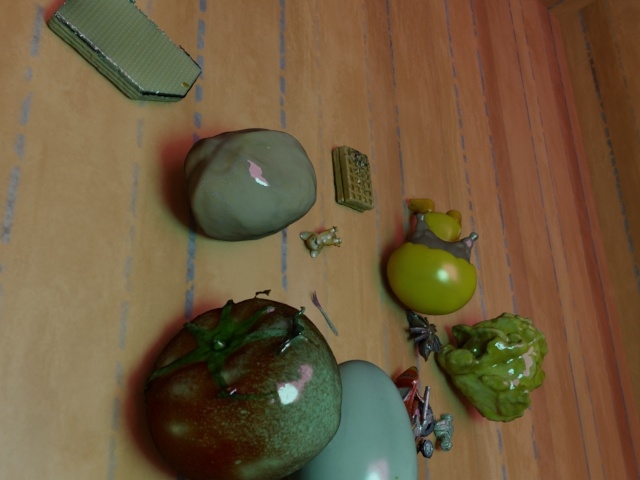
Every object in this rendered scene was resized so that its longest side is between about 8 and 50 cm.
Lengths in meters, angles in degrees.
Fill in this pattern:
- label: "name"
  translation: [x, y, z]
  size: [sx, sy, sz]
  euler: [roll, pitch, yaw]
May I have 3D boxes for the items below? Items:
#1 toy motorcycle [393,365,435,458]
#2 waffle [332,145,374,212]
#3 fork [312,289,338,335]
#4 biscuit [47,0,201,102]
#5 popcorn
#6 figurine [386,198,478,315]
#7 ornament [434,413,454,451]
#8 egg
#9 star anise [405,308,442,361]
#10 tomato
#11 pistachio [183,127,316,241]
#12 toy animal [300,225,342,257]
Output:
- label: "toy motorcycle"
  translation: [0.157, 0.400, 1.350]
  size: [0.298, 0.089, 0.171]
  euler: [-34, 99, -50]
- label: "waffle"
  translation: [0.079, -0.147, 1.530]
  size: [0.102, 0.042, 0.148]
  euler: [16, 62, -44]
- label: "fork"
  translation: [0.009, 0.155, 1.352]
  size: [0.016, 0.012, 0.115]
  euler: [-46, 114, -43]
- label: "biscuit"
  translation: [-0.339, -0.342, 1.140]
  size: [0.252, 0.052, 0.150]
  euler: [41, 51, -27]
- label: "popcorn"
  translation: [0.445, 0.301, 1.607]
  size: [0.250, 0.235, 0.242]
  euler: [-39, 106, -31]
- label: "figurine"
  translation: [0.276, 0.032, 1.579]
  size: [0.344, 0.215, 0.187]
  euler: [-77, 175, -47]
- label: "ornament"
  translation: [0.296, 0.458, 1.522]
  size: [0.068, 0.041, 0.092]
  euler: [32, 43, -43]
- label: "egg"
  translation: [0.058, 0.388, 1.139]
  size: [0.230, 0.230, 0.371]
  euler: [34, 47, -34]
- label: "star anise"
  translation: [0.250, 0.237, 1.546]
  size: [0.124, 0.056, 0.129]
  euler: [33, 37, -32]
- label: "tomato"
  translation: [-0.109, 0.240, 1.005]
  size: [0.303, 0.303, 0.239]
  euler: [-56, 132, -44]
- label: "pistachio"
  translation: [-0.116, -0.100, 1.182]
  size: [0.332, 0.207, 0.226]
  euler: [-4, 121, -63]
- label: "toy animal"
  translation: [0.000, 0.000, 1.385]
  size: [0.083, 0.081, 0.060]
  euler: [-19, 98, -14]
